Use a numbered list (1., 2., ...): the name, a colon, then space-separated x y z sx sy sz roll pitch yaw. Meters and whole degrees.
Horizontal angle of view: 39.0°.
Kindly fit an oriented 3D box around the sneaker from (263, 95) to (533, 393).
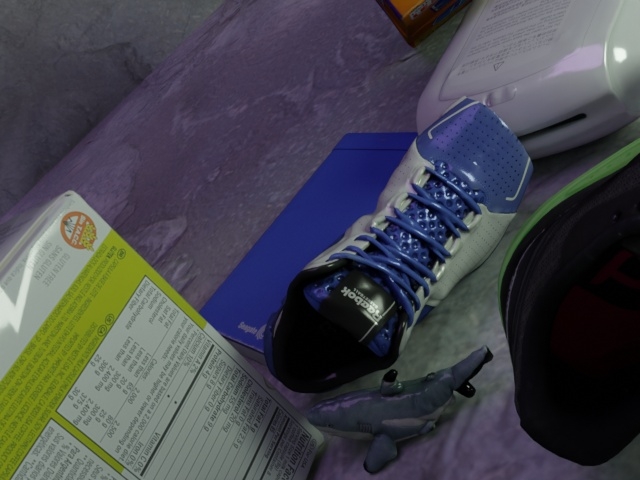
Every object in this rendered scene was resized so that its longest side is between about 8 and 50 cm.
1. sneaker: 0.067 0.026 0.776 0.315 0.127 0.182 -49 0 4

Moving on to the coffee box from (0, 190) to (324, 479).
1. coffee box: -0.265 0.226 0.766 0.337 0.334 0.338 -19 34 42

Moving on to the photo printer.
1. photo printer: 0.246 -0.207 0.950 0.256 0.107 0.307 -12 41 48

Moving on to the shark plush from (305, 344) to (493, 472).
1. shark plush: 0.068 0.133 0.741 0.161 0.067 0.073 -24 32 34

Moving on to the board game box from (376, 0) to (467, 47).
1. board game box: 0.140 -0.505 1.124 0.356 0.356 0.356 -38 0 10

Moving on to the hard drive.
1. hard drive: 0.000 0.000 1.060 0.319 0.040 0.210 -52 28 -16

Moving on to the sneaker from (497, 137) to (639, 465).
1. sneaker: 0.255 -0.038 0.467 0.202 0.185 0.483 -66 2 -50
